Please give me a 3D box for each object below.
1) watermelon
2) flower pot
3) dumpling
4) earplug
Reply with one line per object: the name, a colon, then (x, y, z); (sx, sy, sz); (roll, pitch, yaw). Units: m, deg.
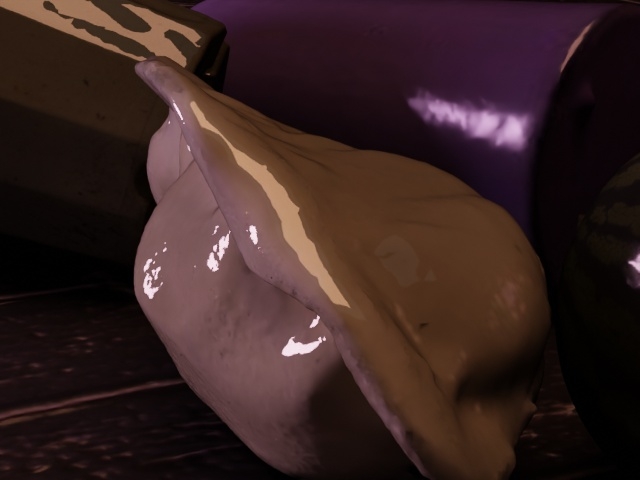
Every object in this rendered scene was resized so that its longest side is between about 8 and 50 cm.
watermelon: (0.217, 0.040, 0.593); (0.212, 0.212, 0.212); (4, 19, -1)
flower pot: (-0.212, -0.102, 0.876); (0.259, 0.290, 0.290); (18, 19, 1)
dumpling: (0.000, 0.000, 0.627); (0.187, 0.243, 0.318); (-34, 18, -13)
earplug: (0.042, -0.099, 0.994); (0.455, 0.215, 0.215); (15, 21, 39)
